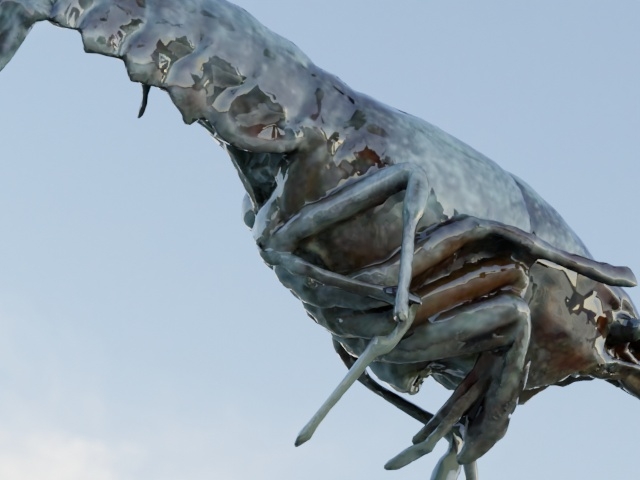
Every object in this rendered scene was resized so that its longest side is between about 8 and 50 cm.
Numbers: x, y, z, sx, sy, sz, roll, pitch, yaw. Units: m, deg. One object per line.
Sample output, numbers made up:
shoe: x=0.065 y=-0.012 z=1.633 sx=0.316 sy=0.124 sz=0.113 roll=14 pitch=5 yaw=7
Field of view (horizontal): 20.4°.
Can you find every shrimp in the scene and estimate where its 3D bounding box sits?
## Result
shrimp: x=0.005 y=-0.001 z=0.820 sx=0.410 sy=0.166 sz=0.221 roll=42 pitch=4 yaw=-14
